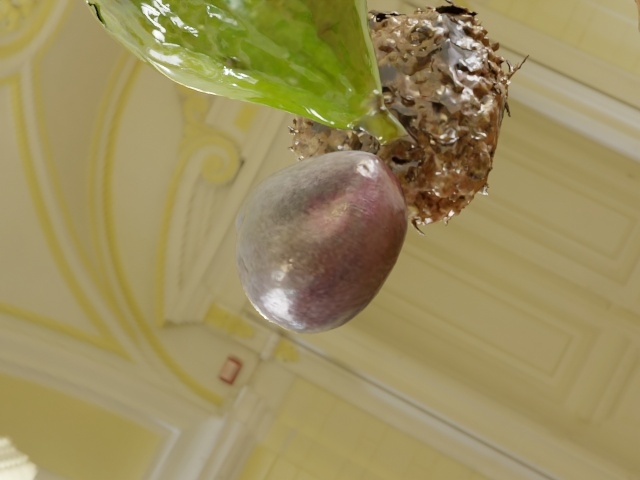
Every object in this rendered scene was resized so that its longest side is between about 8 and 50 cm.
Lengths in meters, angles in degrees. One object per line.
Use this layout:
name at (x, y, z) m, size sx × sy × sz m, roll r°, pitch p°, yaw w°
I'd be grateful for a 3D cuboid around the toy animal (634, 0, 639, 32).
toy animal at (0.360, -0.215, 0.966) m, size 0.284 × 0.225 × 0.302 m, roll -54°, pitch 9°, yaw -22°

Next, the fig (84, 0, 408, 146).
fig at (-0.079, -0.204, 0.930) m, size 0.233 × 0.233 × 0.314 m, roll -17°, pitch -88°, yaw -74°

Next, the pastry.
pastry at (0.094, -0.131, 1.272) m, size 0.193 × 0.275 × 0.275 m, roll 33°, pitch -96°, yaw -53°

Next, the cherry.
cherry at (0.001, -0.003, 1.042) m, size 0.176 × 0.140 × 0.176 m, roll -31°, pitch 24°, yaw 16°
